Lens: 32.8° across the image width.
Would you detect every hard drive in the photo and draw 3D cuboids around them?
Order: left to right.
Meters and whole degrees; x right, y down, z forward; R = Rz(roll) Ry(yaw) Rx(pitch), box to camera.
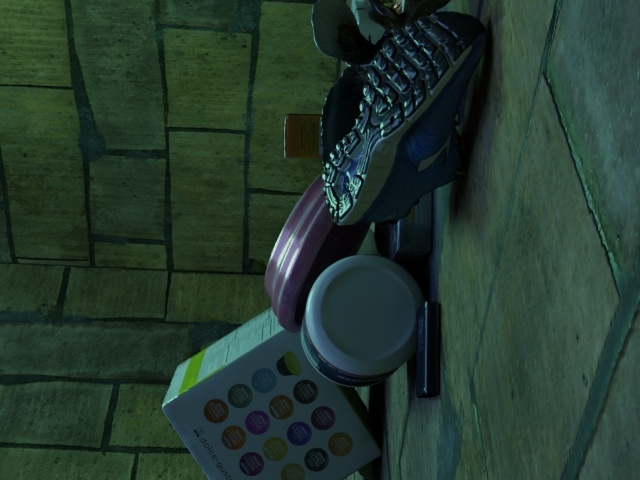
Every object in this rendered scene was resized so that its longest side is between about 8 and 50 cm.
[{"bbox_3d":[0.158,0.163,1.608,0.094,0.022,0.135,108,165,-78],"label":"hard drive"}]

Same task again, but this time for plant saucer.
[{"bbox_3d":[0.000,0.000,1.910,0.332,0.084,0.332,-57,-13,-20],"label":"plant saucer"}]

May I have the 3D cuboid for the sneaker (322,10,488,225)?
[{"bbox_3d":[0.128,-0.152,1.407,0.330,0.147,0.130,-59,40,38],"label":"sneaker"}]

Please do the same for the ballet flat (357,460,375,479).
[{"bbox_3d":[0.089,0.479,2.385,0.168,0.052,0.057,-100,12,-75],"label":"ballet flat"}]

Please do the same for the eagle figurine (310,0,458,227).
[{"bbox_3d":[0.098,-0.196,1.542,0.298,0.226,0.225,103,150,-49],"label":"eagle figurine"}]

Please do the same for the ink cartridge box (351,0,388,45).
[{"bbox_3d":[0.111,-0.440,2.400,0.203,0.086,0.148,-95,8,-64],"label":"ink cartridge box"}]

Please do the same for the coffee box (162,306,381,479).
[{"bbox_3d":[-0.102,0.364,2.361,0.337,0.334,0.338,57,-178,-7],"label":"coffee box"}]

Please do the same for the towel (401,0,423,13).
[{"bbox_3d":[0.167,-0.526,1.886,0.237,0.037,0.329,128,145,-83],"label":"towel"}]

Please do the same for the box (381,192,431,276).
[{"bbox_3d":[0.140,-0.044,1.802,0.231,0.056,0.183,103,169,-76],"label":"box"}]

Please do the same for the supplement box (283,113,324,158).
[{"bbox_3d":[0.054,-0.177,1.862,0.078,0.233,0.080,-108,17,-81],"label":"supplement box"}]

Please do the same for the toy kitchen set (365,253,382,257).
[{"bbox_3d":[0.115,0.069,1.996,0.068,0.075,0.083,-117,34,-86],"label":"toy kitchen set"}]

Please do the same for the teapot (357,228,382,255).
[{"bbox_3d":[0.040,0.094,2.315,0.187,0.256,0.252,64,155,2],"label":"teapot"}]

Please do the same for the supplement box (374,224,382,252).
[{"bbox_3d":[0.129,-0.011,2.001,0.083,0.055,0.043,-93,5,-70],"label":"supplement box"}]

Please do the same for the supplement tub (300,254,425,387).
[{"bbox_3d":[0.065,0.140,1.793,0.272,0.191,0.191,103,169,-76],"label":"supplement tub"}]

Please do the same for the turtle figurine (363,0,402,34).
[{"bbox_3d":[0.123,-0.540,2.236,0.217,0.087,0.269,-158,71,-87],"label":"turtle figurine"}]
